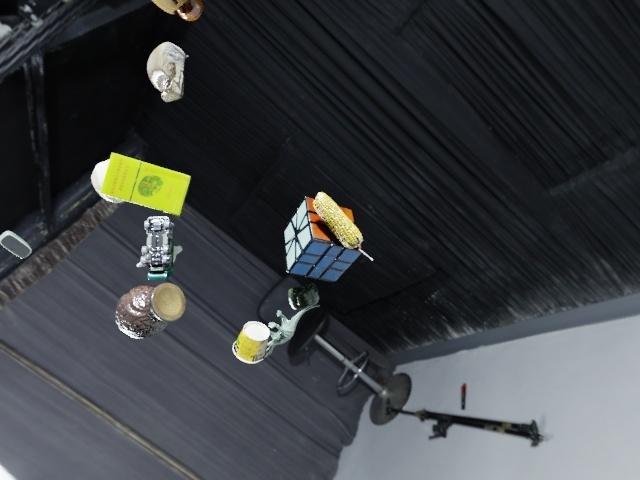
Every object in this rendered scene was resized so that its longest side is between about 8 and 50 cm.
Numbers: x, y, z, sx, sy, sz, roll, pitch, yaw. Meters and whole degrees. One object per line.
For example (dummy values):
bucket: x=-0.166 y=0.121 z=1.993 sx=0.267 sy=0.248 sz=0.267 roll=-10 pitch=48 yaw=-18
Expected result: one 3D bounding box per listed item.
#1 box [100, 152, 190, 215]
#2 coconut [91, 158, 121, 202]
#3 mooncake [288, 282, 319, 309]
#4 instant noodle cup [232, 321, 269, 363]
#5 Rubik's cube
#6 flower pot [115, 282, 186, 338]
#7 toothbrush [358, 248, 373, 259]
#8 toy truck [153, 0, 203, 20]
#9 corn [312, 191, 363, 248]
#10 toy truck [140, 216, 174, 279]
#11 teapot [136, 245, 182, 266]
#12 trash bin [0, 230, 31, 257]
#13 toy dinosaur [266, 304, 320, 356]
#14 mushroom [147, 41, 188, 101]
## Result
box: x=-0.760 y=-0.243 z=1.766 sx=0.047 sy=0.334 sz=0.187 roll=-172 pitch=97 yaw=-75
coconut: x=-1.033 y=-0.317 z=2.074 sx=0.230 sy=0.227 sz=0.227 roll=-25 pitch=10 yaw=0
mooncake: x=-0.091 y=0.294 z=2.177 sx=0.175 sy=0.104 sz=0.168 roll=-29 pitch=17 yaw=-38
instant noodle cup: x=-0.290 y=0.428 z=1.723 sx=0.151 sy=0.151 sz=0.122 roll=-71 pitch=0 yaw=-66
Rubik's cube: x=0.000 y=0.000 z=1.964 sx=0.288 sy=0.283 sz=0.294 roll=-52 pitch=33 yaw=43
flower pot: x=-0.827 y=0.333 z=1.994 sx=0.267 sy=0.267 sz=0.267 roll=-23 pitch=22 yaw=31
toothbrush: x=0.192 y=0.059 z=1.699 sx=0.006 sy=0.008 sz=0.097 roll=-56 pitch=44 yaw=7
toy truck: x=-0.417 y=-0.794 z=1.157 sx=0.288 sy=0.212 sz=0.204 roll=-42 pitch=-13 yaw=10
corn: x=0.072 y=-0.083 z=1.759 sx=0.106 sy=0.293 sz=0.106 roll=-41 pitch=10 yaw=9
toy truck: x=-0.662 y=0.035 z=1.660 sx=0.124 sy=0.114 sz=0.254 roll=107 pitch=160 yaw=-74
teapot: x=-0.797 y=0.079 z=1.975 sx=0.226 sy=0.145 sz=0.092 roll=-22 pitch=-7 yaw=-3
trash bin: x=-1.283 y=0.016 z=1.693 sx=0.130 sy=0.116 sz=0.059 roll=11 pitch=55 yaw=51
toy dinosaur: x=-0.176 y=0.436 z=2.071 sx=0.393 sy=0.206 sz=0.092 roll=-38 pitch=41 yaw=-11
mushroom: x=-0.713 y=-0.753 z=1.779 sx=0.173 sy=0.162 sz=0.236 roll=32 pitch=-124 yaw=-66
